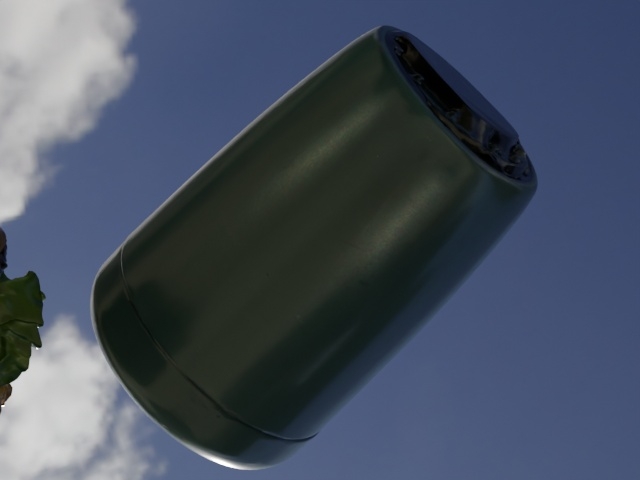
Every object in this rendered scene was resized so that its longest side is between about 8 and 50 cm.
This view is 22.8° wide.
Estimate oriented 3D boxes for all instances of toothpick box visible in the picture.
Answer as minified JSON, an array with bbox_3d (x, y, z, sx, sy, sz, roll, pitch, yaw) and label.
[{"bbox_3d":[0.000,0.000,0.679,0.184,0.120,0.120,-44,-109,19],"label":"toothpick box"}]

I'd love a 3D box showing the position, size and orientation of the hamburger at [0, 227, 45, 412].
[{"bbox_3d":[-0.176,0.055,0.618,0.137,0.166,0.087,-6,-56,2],"label":"hamburger"}]
